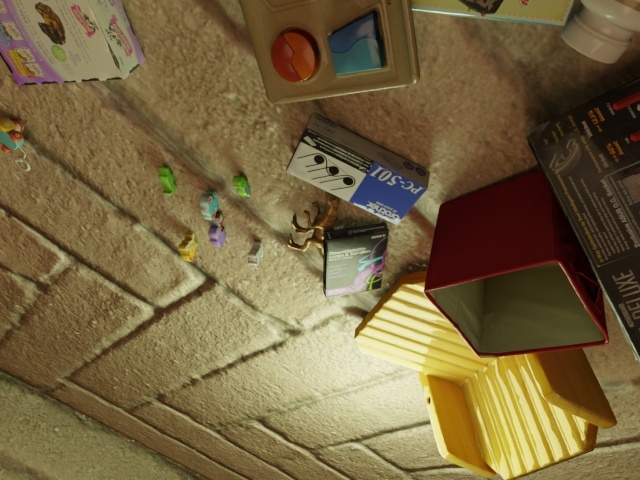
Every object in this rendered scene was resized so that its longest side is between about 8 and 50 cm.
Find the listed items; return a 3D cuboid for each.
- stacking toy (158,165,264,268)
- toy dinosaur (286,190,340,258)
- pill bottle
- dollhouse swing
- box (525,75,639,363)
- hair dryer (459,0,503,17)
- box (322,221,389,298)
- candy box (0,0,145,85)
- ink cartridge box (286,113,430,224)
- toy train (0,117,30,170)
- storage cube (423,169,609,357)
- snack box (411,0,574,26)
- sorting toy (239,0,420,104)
[{"bbox_3d":[-0.208,-0.038,0.890,0.167,0.052,0.221,6,134,11],"label":"stacking toy"},{"bbox_3d":[0.000,0.000,0.855,0.113,0.064,0.211,7,135,9],"label":"toy dinosaur"},{"bbox_3d":[0.327,-0.272,0.465,0.094,0.094,0.169,20,135,-3],"label":"pill bottle"},{"bbox_3d":[0.265,0.271,0.894,0.305,0.315,0.346,9,139,-20],"label":"dollhouse swing"},{"bbox_3d":[0.414,-0.041,0.515,0.243,0.307,0.077,-27,166,23],"label":"box"},{"bbox_3d":[0.060,-0.344,0.426,0.294,0.080,0.223,16,107,7],"label":"hair dryer"},{"bbox_3d":[0.063,0.040,0.866,0.116,0.029,0.162,-10,134,-9],"label":"box"},{"bbox_3d":[-0.378,-0.315,0.658,0.197,0.070,0.164,3,134,15],"label":"candy box"},{"bbox_3d":[0.058,-0.110,0.741,0.207,0.046,0.097,25,136,-8],"label":"ink cartridge box"},{"bbox_3d":[-0.613,-0.198,0.866,0.167,0.046,0.125,19,137,3],"label":"toy train"},{"bbox_3d":[0.295,0.039,0.699,0.215,0.193,0.183,-21,124,38],"label":"storage cube"},{"bbox_3d":[0.187,-0.380,0.427,0.187,0.060,0.321,12,135,9],"label":"snack box"},{"bbox_3d":[-0.016,-0.315,0.530,0.229,0.041,0.307,3,125,29],"label":"sorting toy"}]
